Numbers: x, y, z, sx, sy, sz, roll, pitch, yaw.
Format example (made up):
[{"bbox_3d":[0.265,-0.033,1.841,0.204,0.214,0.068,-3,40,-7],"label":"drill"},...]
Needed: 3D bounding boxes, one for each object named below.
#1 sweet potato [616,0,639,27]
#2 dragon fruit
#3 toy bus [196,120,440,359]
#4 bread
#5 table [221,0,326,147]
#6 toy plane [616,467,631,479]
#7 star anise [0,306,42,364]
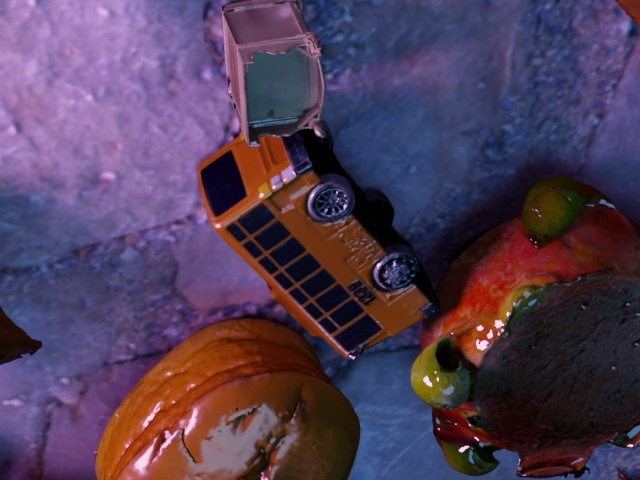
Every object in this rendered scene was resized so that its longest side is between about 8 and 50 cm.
[{"bbox_3d":[0.308,-0.161,1.120,0.264,0.057,0.057,25,116,-33],"label":"sweet potato"},{"bbox_3d":[0.197,0.084,1.212,0.295,0.130,0.268,2,125,-28],"label":"dragon fruit"},{"bbox_3d":[0.000,0.000,1.121,0.114,0.098,0.201,-34,128,11],"label":"toy bus"},{"bbox_3d":[-0.085,0.194,1.220,0.195,0.143,0.270,23,115,-30],"label":"bread"},{"bbox_3d":[-0.032,-0.122,1.026,0.062,0.083,0.079,-9,128,-9],"label":"table"},{"bbox_3d":[0.331,0.330,1.499,0.126,0.077,0.194,15,131,-16],"label":"toy plane"},{"bbox_3d":[-0.386,0.076,1.034,0.346,0.148,0.237,-12,128,-20],"label":"star anise"}]
